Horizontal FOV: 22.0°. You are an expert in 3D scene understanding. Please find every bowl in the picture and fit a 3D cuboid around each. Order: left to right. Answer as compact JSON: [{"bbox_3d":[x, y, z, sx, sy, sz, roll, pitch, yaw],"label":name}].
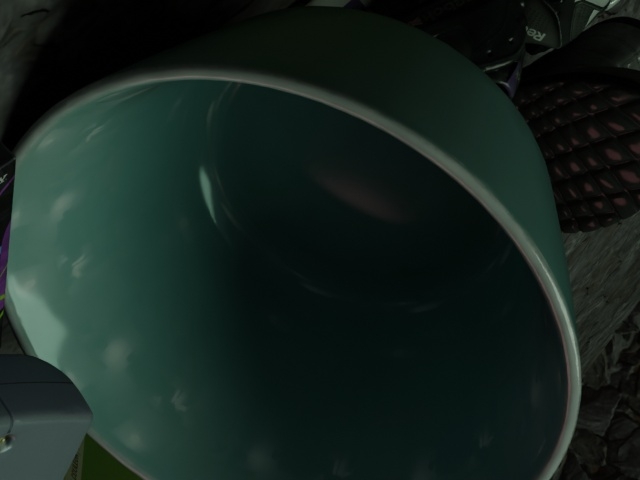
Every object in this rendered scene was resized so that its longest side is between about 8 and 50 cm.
[{"bbox_3d":[0.000,0.000,0.873,0.163,0.311,0.311,-62,176,-47],"label":"bowl"}]

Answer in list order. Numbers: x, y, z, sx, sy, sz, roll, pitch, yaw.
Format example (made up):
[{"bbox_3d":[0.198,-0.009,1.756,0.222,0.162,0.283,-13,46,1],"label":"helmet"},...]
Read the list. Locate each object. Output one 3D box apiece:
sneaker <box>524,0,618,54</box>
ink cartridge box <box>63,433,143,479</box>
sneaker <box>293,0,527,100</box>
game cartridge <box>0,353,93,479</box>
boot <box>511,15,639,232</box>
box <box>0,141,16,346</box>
[{"bbox_3d":[0.171,-0.186,1.161,0.106,0.078,0.234,-46,171,-5],"label":"sneaker"},{"bbox_3d":[-0.140,0.152,1.086,0.255,0.097,0.189,-39,159,-32],"label":"ink cartridge box"},{"bbox_3d":[0.090,-0.140,1.006,0.283,0.124,0.107,-46,162,-12],"label":"sneaker"},{"bbox_3d":[-0.258,0.149,0.800,0.297,0.062,0.198,-13,138,-46],"label":"game cartridge"},{"bbox_3d":[0.189,-0.103,1.220,0.223,0.118,0.338,-41,-166,-30],"label":"boot"},{"bbox_3d":[-0.203,0.030,0.804,0.116,0.029,0.162,-37,157,-34],"label":"box"}]
